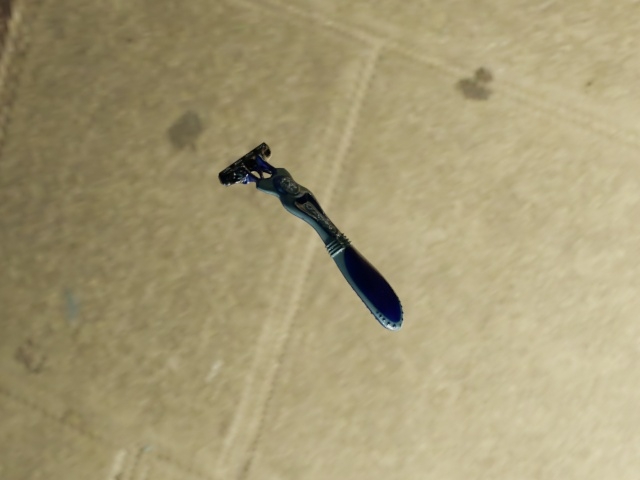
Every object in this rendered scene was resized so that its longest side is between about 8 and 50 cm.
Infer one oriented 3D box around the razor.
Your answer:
[{"bbox_3d":[0.001,-0.003,1.211,0.154,0.044,0.028,47,150,13],"label":"razor"}]
